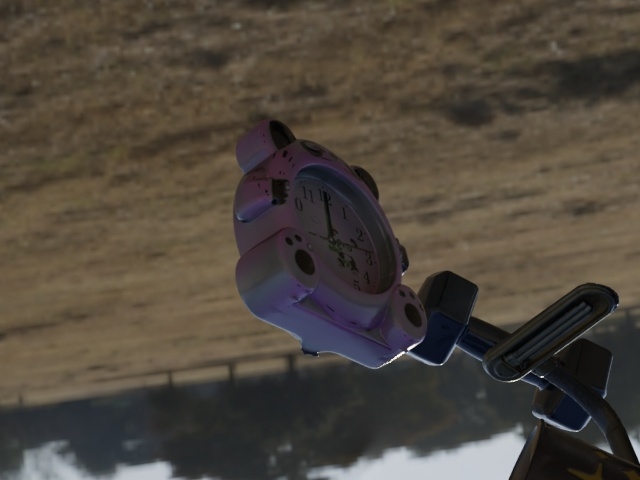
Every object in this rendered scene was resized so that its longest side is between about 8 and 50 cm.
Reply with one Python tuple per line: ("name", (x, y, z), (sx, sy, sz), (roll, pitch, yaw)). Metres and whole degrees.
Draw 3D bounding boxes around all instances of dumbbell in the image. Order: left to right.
("dumbbell", (0.287, 0.172, 2.177), (0.325, 0.160, 0.144), (26, -156, -7))

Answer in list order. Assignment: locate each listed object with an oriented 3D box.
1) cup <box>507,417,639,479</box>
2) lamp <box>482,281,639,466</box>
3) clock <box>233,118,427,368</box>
("cup", (0.290, 0.340, 1.384), (0.256, 0.255, 0.178), (23, 143, 7))
("lamp", (0.345, 0.197, 1.636), (0.124, 0.283, 0.203), (-9, 148, -39))
("clock", (0.000, 0.000, 1.488), (0.090, 0.248, 0.227), (-35, 136, 30))
